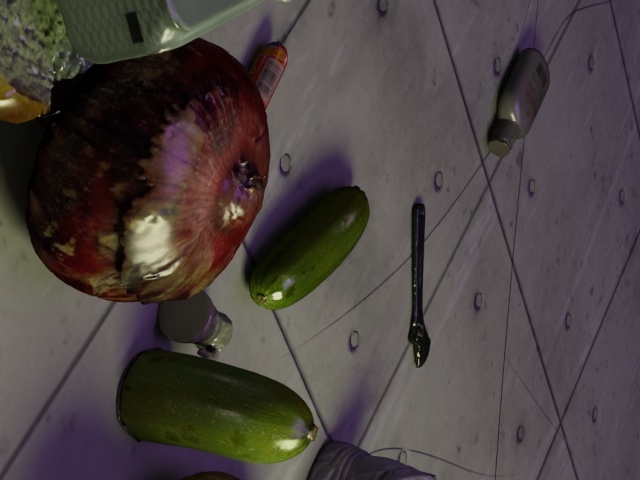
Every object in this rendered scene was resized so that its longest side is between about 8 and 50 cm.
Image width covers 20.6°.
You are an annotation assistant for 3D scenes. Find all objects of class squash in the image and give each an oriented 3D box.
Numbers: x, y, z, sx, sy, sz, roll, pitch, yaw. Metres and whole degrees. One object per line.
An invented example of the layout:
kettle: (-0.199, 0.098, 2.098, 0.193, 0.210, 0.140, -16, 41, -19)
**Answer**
squash: (0.000, 0.000, 1.889, 0.252, 0.066, 0.066, -47, 135, -49)
squash: (-0.089, 0.156, 1.631, 0.095, 0.188, 0.095, -17, 110, -57)

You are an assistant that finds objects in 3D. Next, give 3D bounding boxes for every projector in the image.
projector: (-0.138, -0.281, 1.358, 0.198, 0.108, 0.250, -43, 123, -59)

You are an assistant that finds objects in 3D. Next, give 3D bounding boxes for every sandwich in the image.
sandwich: (-0.225, -0.188, 1.391, 0.288, 0.099, 0.254, 33, 56, -58)

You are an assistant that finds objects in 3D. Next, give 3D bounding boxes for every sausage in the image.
sausage: (-0.063, -0.153, 1.780, 0.034, 0.034, 0.129, 60, 44, -47)

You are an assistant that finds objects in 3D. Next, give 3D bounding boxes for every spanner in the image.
spanner: (0.123, 0.056, 2.184, 0.046, 0.012, 0.209, -19, 111, -60)

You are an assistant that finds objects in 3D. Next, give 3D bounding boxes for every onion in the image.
onion: (-0.138, -0.057, 1.483, 0.246, 0.190, 0.246, -58, 161, -34)

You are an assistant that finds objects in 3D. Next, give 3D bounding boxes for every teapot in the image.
teapot: (-0.115, 0.084, 1.706, 0.083, 0.057, 0.067, 38, 35, -65)

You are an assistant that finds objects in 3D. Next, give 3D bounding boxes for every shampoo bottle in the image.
shampoo bottle: (0.267, -0.180, 2.373, 0.165, 0.040, 0.080, -62, 146, -34)

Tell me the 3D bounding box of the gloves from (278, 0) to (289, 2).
gloves: (-0.005, -0.300, 1.796, 0.229, 0.097, 0.119, -12, 101, -65)

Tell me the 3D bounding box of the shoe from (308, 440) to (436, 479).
shoe: (0.033, 0.333, 1.939, 0.245, 0.137, 0.095, -62, 140, -35)

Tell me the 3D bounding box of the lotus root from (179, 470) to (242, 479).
lotus root: (-0.068, 0.320, 1.724, 0.146, 0.160, 0.284, -41, 138, -6)

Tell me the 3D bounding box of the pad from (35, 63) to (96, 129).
pad: (-0.239, -0.170, 1.481, 0.188, 0.006, 0.113, 51, 50, -53)
